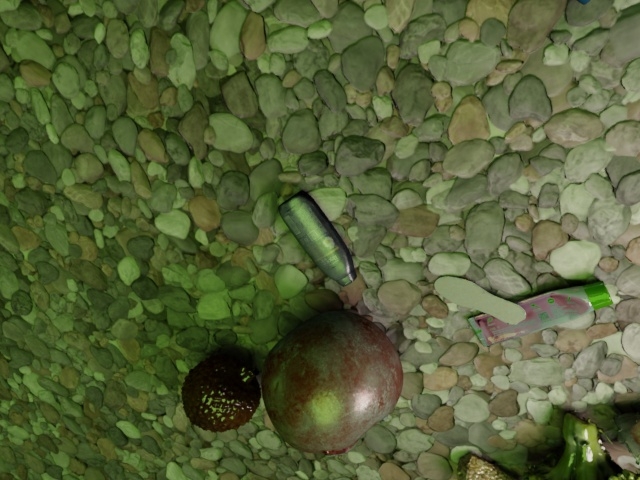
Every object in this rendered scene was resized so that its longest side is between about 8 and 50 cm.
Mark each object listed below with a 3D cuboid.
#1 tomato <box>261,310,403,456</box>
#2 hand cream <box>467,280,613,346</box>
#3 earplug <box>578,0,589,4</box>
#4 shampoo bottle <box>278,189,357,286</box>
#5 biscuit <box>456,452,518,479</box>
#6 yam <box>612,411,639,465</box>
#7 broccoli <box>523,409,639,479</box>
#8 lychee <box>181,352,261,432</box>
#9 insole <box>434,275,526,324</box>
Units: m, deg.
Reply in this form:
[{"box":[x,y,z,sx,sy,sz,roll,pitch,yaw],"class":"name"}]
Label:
[{"box":[0.026,0.308,0.978,0.317,0.317,0.282,-37,83,25],"class":"tomato"},{"box":[0.461,0.157,0.947,0.275,0.050,0.078,-26,77,28],"class":"hand cream"},{"box":[0.332,-0.493,0.675,0.273,0.132,0.132,34,116,4],"class":"earplug"},{"box":[0.000,0.000,1.001,0.087,0.049,0.233,-32,100,22],"class":"shampoo bottle"},{"box":[0.425,0.606,1.116,0.169,0.082,0.070,30,141,2],"class":"biscuit"},{"box":[0.761,0.412,0.911,0.255,0.154,0.153,-20,105,18],"class":"yam"},{"box":[0.556,0.537,0.961,0.243,0.180,0.272,-5,108,56],"class":"broccoli"},{"box":[-0.249,0.389,1.155,0.238,0.200,0.200,-37,98,16],"class":"lychee"},{"box":[0.343,0.127,0.966,0.197,0.004,0.065,22,118,17],"class":"insole"}]
